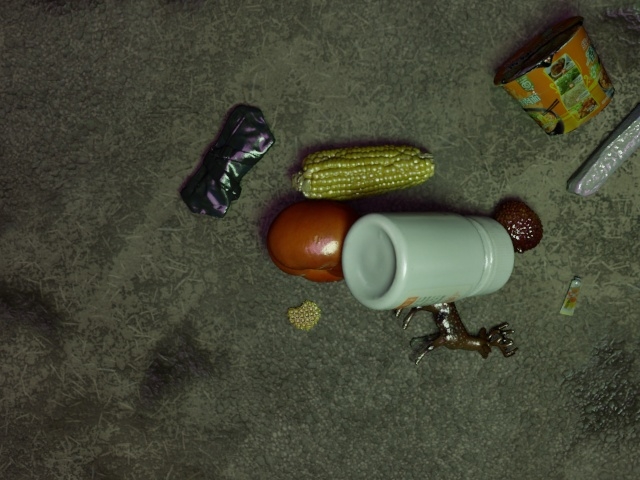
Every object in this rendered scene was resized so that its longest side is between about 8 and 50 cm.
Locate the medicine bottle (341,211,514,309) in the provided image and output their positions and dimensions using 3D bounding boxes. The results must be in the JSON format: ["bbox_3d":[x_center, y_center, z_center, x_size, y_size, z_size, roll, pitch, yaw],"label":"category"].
[{"bbox_3d":[0.247,0.039,1.533,0.371,0.211,0.211,-2,104,-38],"label":"medicine bottle"}]

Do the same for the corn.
[{"bbox_3d":[0.099,-0.166,1.645,0.347,0.130,0.130,-7,99,3],"label":"corn"}]

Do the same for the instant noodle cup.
[{"bbox_3d":[0.534,-0.358,1.532,0.230,0.230,0.182,-38,105,10],"label":"instant noodle cup"}]

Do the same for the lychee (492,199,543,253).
[{"bbox_3d":[0.471,-0.033,1.638,0.123,0.123,0.129,0,94,5],"label":"lychee"}]

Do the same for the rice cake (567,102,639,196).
[{"bbox_3d":[0.736,-0.255,1.598,0.064,0.070,0.399,40,102,-7],"label":"rice cake"}]

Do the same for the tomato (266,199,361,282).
[{"bbox_3d":[0.001,0.002,1.637,0.260,0.260,0.180,6,71,4],"label":"tomato"}]

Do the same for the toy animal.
[{"bbox_3d":[0.342,0.221,1.711,0.260,0.087,0.243,-23,99,12],"label":"toy animal"}]

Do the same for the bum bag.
[{"bbox_3d":[-0.227,-0.191,1.695,0.137,0.074,0.310,36,101,8],"label":"bum bag"}]

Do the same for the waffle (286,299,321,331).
[{"bbox_3d":[-0.041,0.194,1.775,0.085,0.016,0.078,-39,99,11],"label":"waffle"}]

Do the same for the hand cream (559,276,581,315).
[{"bbox_3d":[0.630,0.140,1.703,0.035,0.022,0.102,11,105,-5],"label":"hand cream"}]
